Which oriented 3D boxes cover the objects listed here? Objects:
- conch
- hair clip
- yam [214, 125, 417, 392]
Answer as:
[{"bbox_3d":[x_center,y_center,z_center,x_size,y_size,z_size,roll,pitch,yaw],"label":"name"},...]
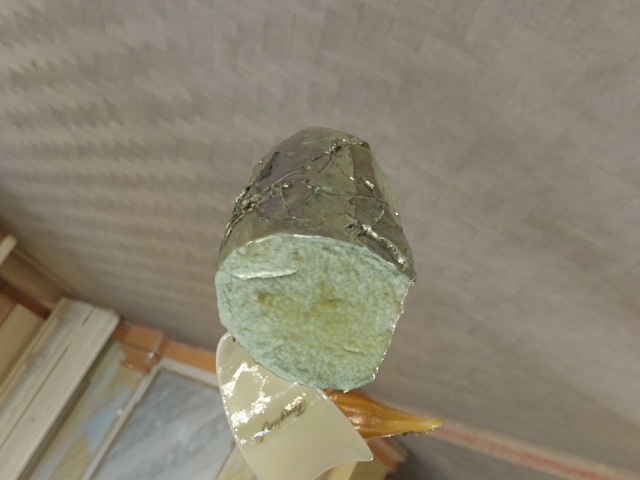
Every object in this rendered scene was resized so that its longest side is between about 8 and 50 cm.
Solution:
[{"bbox_3d":[0.075,0.316,1.442,0.330,0.093,0.109,2,-179,-7],"label":"conch"},{"bbox_3d":[-0.063,0.270,1.236,0.282,0.172,0.113,57,-179,20],"label":"hair clip"},{"bbox_3d":[-0.005,0.001,0.835,0.201,0.271,0.202,18,123,1],"label":"yam"}]
